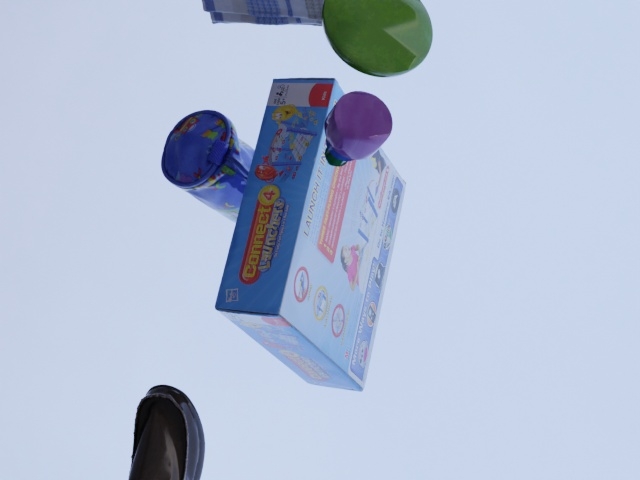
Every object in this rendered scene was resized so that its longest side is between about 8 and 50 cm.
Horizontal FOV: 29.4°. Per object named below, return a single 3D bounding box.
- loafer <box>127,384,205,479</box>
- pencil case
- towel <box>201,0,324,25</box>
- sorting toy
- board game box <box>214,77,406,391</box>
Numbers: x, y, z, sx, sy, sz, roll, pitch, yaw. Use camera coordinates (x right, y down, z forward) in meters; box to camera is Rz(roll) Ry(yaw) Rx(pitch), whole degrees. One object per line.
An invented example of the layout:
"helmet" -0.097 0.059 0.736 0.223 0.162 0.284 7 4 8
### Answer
"loafer" -0.181 0.274 1.391 0.080 0.078 0.220 -6 -99 19
"pencil case" -0.086 -0.069 1.736 0.133 0.306 0.119 7 -109 42
"towel" -0.053 -0.373 1.570 0.285 0.209 0.034 8 -143 31
"sorting toy" 0.049 -0.237 1.379 0.126 0.127 0.365 131 -28 -61
"board game box" 0.000 0.000 1.549 0.086 0.302 0.308 4 -112 24
